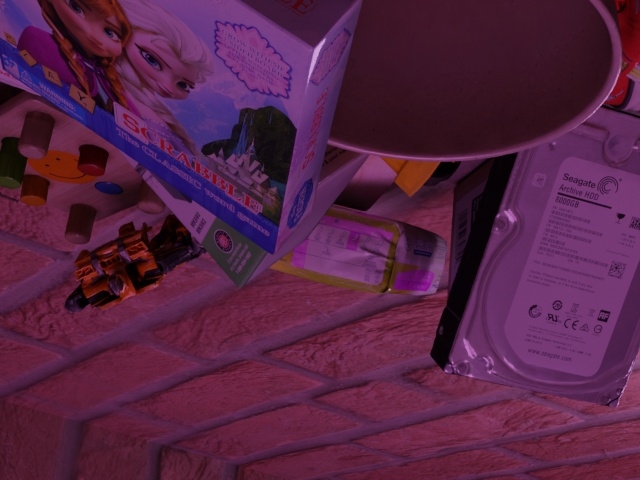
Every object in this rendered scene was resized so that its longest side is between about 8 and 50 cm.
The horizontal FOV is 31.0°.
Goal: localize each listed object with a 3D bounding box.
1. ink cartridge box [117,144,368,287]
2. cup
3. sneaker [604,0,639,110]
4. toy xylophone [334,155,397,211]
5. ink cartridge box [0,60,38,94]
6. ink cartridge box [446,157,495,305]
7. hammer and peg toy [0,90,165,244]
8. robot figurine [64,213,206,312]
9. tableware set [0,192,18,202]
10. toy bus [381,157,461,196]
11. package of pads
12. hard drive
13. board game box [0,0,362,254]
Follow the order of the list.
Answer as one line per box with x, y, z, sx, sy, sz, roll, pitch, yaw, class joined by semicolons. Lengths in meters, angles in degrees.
-0.111;-0.126;1.238;0.289;0.121;0.211;47;143;8;ink cartridge box
0.089;-0.248;0.986;0.331;0.237;0.331;6;155;3;cup
0.297;-0.216;1.165;0.118;0.107;0.279;10;156;7;sneaker
0.019;-0.132;1.445;0.236;0.081;0.322;17;154;-21;toy xylophone
-0.317;-0.242;1.267;0.139;0.082;0.191;21;158;6;ink cartridge box
0.247;0.007;1.501;0.088;0.235;0.193;14;154;-18;ink cartridge box
-0.300;-0.115;1.517;0.266;0.127;0.361;27;149;-37;hammer and peg toy
-0.256;0.019;1.628;0.211;0.085;0.291;-24;-172;10;robot figurine
-0.538;-0.110;1.658;0.194;0.039;0.128;20;179;23;tableware set
0.106;-0.190;1.215;0.211;0.220;0.149;41;148;6;toy bus
0.000;0.000;1.563;0.296;0.101;0.229;14;-179;21;package of pads
0.288;0.012;1.324;0.237;0.339;0.064;14;-169;-17;hard drive
-0.134;-0.162;0.919;0.318;0.066;0.318;34;154;10;board game box
